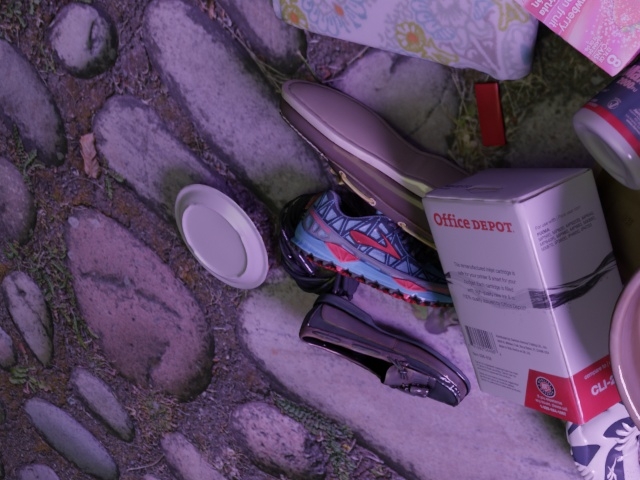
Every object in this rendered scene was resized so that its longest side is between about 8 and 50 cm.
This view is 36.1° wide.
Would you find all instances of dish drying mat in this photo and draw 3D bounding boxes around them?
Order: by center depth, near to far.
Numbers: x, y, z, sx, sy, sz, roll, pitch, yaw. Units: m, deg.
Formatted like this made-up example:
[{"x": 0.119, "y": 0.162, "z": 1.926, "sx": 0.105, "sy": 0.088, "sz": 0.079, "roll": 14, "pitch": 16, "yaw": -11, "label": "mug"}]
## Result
[{"x": 0.216, "y": -0.160, "z": 1.245, "sx": 0.032, "sy": 0.008, "sz": 0.083, "roll": 4, "pitch": 116, "yaw": 35, "label": "dish drying mat"}]

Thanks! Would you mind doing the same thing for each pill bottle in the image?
[{"x": 0.364, "y": -0.148, "z": 1.021, "sx": 0.180, "sy": 0.108, "sz": 0.108, "roll": -41, "pitch": 86, "yaw": 2, "label": "pill bottle"}]

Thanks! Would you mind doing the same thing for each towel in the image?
[{"x": 0.086, "y": -0.375, "z": 1.143, "sx": 0.374, "sy": 0.090, "sz": 0.321, "roll": 21, "pitch": 138, "yaw": 28, "label": "towel"}]

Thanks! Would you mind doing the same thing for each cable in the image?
[{"x": 0.000, "y": 0.000, "z": 1.483, "sx": 0.150, "sy": 0.047, "sz": 0.185, "roll": 24, "pitch": 130, "yaw": 31, "label": "cable"}]

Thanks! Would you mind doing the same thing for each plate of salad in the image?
[{"x": -0.156, "y": -0.009, "z": 1.589, "sx": 0.199, "sy": 0.048, "sz": 0.200, "roll": 27, "pitch": 138, "yaw": 27, "label": "plate of salad"}]

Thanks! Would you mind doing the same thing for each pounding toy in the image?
[{"x": 0.378, "y": 0.010, "z": 1.146, "sx": 0.181, "sy": 0.094, "sz": 0.206, "roll": 45, "pitch": 142, "yaw": 24, "label": "pounding toy"}]

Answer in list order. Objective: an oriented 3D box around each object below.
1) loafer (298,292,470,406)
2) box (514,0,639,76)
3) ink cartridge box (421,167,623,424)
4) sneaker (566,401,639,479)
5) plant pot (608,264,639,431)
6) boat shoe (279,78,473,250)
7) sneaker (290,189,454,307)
[{"x": 0.090, "y": 0.181, "z": 1.461, "sx": 0.267, "sy": 0.084, "sz": 0.096, "roll": 30, "pitch": 144, "yaw": 11, "label": "loafer"}, {"x": 0.340, "y": -0.330, "z": 0.953, "sx": 0.142, "sy": 0.154, "sz": 0.300, "roll": 41, "pitch": 132, "yaw": 11, "label": "box"}, {"x": 0.249, "y": 0.055, "z": 1.165, "sx": 0.197, "sy": 0.114, "sz": 0.273, "roll": 9, "pitch": 121, "yaw": 63, "label": "ink cartridge box"}, {"x": 0.400, "y": 0.234, "z": 1.267, "sx": 0.153, "sy": 0.094, "sz": 0.235, "roll": -18, "pitch": 93, "yaw": 51, "label": "sneaker"}, {"x": 0.489, "y": 0.071, "z": 0.979, "sx": 0.323, "sy": 0.280, "sz": 0.323, "roll": 18, "pitch": 125, "yaw": 28, "label": "plant pot"}, {"x": 0.070, "y": -0.101, "z": 1.320, "sx": 0.324, "sy": 0.116, "sz": 0.097, "roll": 34, "pitch": 128, "yaw": 10, "label": "boat shoe"}, {"x": 0.095, "y": 0.008, "z": 1.363, "sx": 0.261, "sy": 0.104, "sz": 0.125, "roll": 23, "pitch": 90, "yaw": 1, "label": "sneaker"}]
